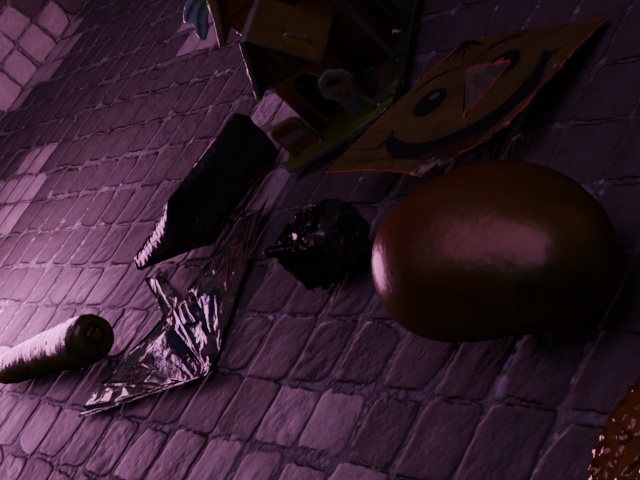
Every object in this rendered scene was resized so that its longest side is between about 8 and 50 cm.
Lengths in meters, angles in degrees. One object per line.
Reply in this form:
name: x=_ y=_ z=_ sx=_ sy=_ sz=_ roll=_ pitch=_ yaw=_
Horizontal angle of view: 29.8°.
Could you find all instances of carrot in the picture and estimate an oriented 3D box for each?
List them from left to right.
carrot: x=-0.413 y=0.173 z=1.808 sx=0.359 sy=0.074 sz=0.074 roll=-22 pitch=37 yaw=50

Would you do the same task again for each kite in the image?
kite: x=-0.189 y=0.105 z=1.623 sx=0.406 sy=0.014 sz=0.368 roll=-49 pitch=26 yaw=2
kite: x=0.164 y=-0.173 z=1.409 sx=0.378 sy=0.013 sz=0.327 roll=-27 pitch=25 yaw=23

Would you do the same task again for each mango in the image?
mango: x=0.160 y=0.007 z=1.097 sx=0.255 sy=0.139 sz=0.175 roll=-7 pitch=60 yaw=43

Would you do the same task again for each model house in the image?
model house: x=-0.094 y=-0.293 z=1.656 sx=0.340 sy=0.324 sz=0.300 roll=-27 pitch=33 yaw=36

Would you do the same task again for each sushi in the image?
sushi: x=0.001 y=0.000 z=1.379 sx=0.084 sy=0.098 sz=0.094 roll=-23 pitch=39 yaw=43

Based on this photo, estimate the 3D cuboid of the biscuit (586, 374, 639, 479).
biscuit: x=0.288 y=0.148 z=0.830 sx=0.254 sy=0.035 sz=0.254 roll=-36 pitch=30 yaw=25

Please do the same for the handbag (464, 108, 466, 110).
handbag: x=0.149 y=-0.130 z=1.412 sx=0.061 sy=0.027 sz=0.083 roll=-47 pitch=25 yaw=3

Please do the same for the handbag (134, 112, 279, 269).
handbag: x=-0.169 y=-0.074 z=1.746 sx=0.270 sy=0.089 sz=0.175 roll=-56 pitch=16 yaw=-25
